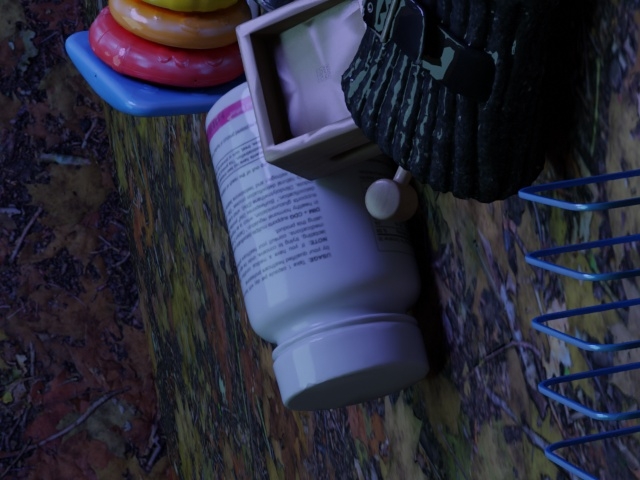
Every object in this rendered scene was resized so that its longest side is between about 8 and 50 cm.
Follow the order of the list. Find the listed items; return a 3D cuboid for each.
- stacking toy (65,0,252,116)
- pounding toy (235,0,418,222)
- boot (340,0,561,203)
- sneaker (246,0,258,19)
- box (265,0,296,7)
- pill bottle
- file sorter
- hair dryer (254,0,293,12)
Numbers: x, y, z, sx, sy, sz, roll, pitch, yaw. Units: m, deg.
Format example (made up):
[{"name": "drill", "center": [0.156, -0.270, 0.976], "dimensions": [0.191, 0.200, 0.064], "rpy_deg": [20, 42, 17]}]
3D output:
[{"name": "stacking toy", "center": [-0.131, -0.281, 1.686], "dimensions": [0.175, 0.165, 0.302], "rpy_deg": [42, 132, 43]}, {"name": "pounding toy", "center": [0.048, -0.106, 1.451], "dimensions": [0.094, 0.181, 0.206], "rpy_deg": [19, -125, -61]}, {"name": "boot", "center": [0.070, -0.220, 1.227], "dimensions": [0.260, 0.131, 0.348], "rpy_deg": [96, 159, -46]}, {"name": "sneaker", "center": [-0.123, -0.304, 2.032], "dimensions": [0.058, 0.084, 0.152], "rpy_deg": [177, 84, -76]}, {"name": "box", "center": [-0.055, -0.375, 1.735], "dimensions": [0.307, 0.076, 0.243], "rpy_deg": [-126, 29, -61]}, {"name": "pill bottle", "center": [0.000, 0.000, 1.579], "dimensions": [0.160, 0.160, 0.283], "rpy_deg": [118, 141, -67]}, {"name": "file sorter", "center": [0.183, 0.046, 1.001], "dimensions": [0.118, 0.104, 0.170], "rpy_deg": [-158, 61, -73]}, {"name": "hair dryer", "center": [0.008, -0.295, 1.486], "dimensions": [0.293, 0.080, 0.224], "rpy_deg": [28, 137, 56]}]
